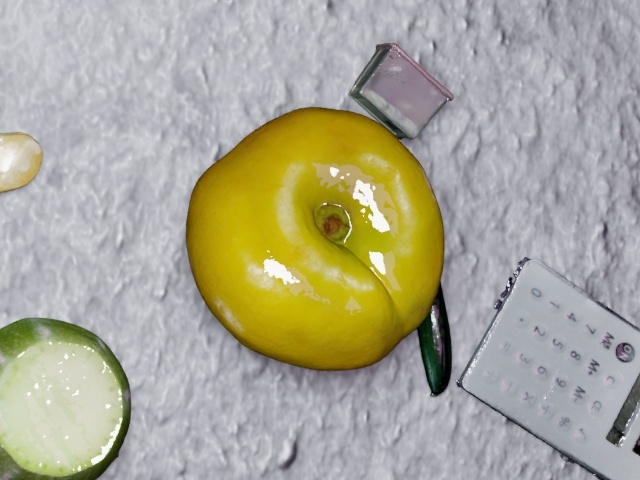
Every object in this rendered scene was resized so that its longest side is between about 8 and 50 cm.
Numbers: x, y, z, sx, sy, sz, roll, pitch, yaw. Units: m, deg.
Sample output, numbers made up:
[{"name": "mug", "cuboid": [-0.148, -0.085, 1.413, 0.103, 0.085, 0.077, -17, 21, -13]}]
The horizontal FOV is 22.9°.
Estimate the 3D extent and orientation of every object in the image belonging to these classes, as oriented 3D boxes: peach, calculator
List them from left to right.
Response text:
[{"name": "peach", "cuboid": [0.000, 0.000, 1.468, 0.251, 0.153, 0.251, 4, 78, -17]}, {"name": "calculator", "cuboid": [0.278, 0.149, 1.639, 0.261, 0.021, 0.161, 32, 80, -16]}]

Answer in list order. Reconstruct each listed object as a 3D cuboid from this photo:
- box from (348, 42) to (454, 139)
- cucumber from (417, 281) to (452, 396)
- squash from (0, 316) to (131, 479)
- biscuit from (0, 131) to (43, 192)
[{"name": "box", "cuboid": [0.076, -0.146, 1.555, 0.084, 0.060, 0.063, 41, 85, -15]}, {"name": "cucumber", "cuboid": [0.109, 0.065, 1.576, 0.036, 0.033, 0.184, -15, 96, -37]}, {"name": "squash", "cuboid": [-0.242, 0.150, 1.414, 0.170, 0.123, 0.170, 2, 83, -20]}, {"name": "biscuit", "cuboid": [-0.376, -0.097, 1.412, 0.234, 0.030, 0.153, 41, 75, -15]}]
